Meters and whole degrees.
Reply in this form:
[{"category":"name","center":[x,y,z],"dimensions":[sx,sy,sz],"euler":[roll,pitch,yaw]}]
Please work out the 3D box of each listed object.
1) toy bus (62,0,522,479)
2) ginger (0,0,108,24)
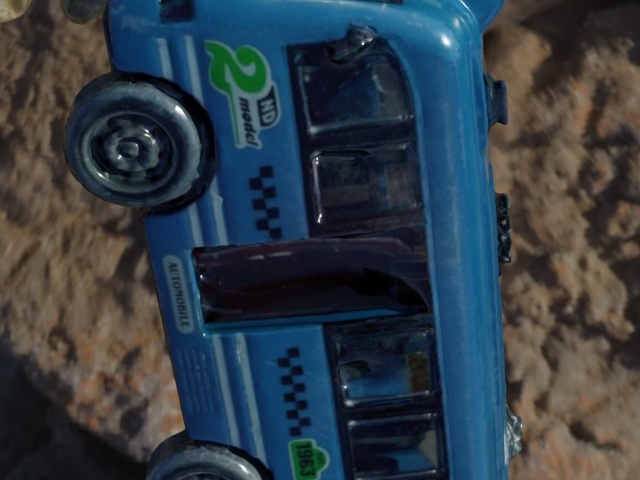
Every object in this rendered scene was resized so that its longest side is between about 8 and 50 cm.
[{"category":"toy bus","center":[0.000,0.000,0.535],"dimensions":[0.134,0.113,0.246],"euler":[-3,123,5]},{"category":"ginger","center":[-0.180,-0.164,0.722],"dimensions":[0.213,0.074,0.137],"euler":[2,81,-35]}]
